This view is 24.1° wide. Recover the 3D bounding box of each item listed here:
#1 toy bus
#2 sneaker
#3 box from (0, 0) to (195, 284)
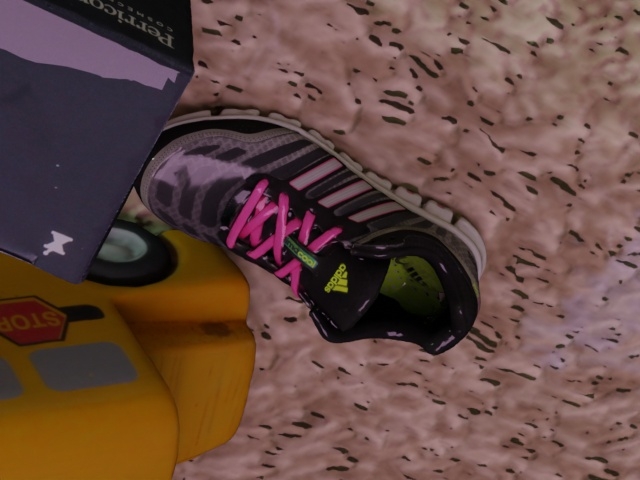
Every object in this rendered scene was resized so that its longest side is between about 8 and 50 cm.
[{"bbox_3d":[-0.172,0.078,0.572,0.332,0.130,0.108,-6,125,-33],"label":"toy bus"},{"bbox_3d":[0.000,0.000,0.635,0.170,0.075,0.063,24,117,-19],"label":"sneaker"},{"bbox_3d":[-0.132,-0.087,0.517,0.156,0.158,0.093,23,117,-20],"label":"box"}]
